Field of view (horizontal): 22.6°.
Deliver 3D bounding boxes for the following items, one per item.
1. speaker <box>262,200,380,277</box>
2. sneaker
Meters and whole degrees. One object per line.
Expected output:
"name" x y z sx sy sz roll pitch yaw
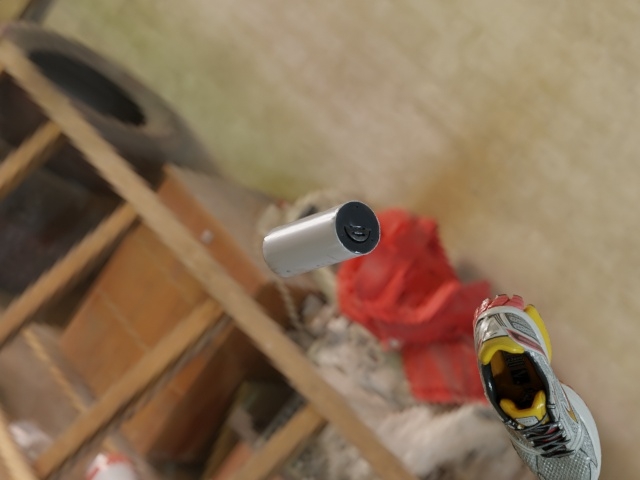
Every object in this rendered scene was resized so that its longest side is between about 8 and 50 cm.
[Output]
"speaker" 0.000 0.000 1.591 0.055 0.055 0.136 29 -25 -25
"sneaker" 0.205 0.168 1.568 0.225 0.088 0.092 60 22 -18
